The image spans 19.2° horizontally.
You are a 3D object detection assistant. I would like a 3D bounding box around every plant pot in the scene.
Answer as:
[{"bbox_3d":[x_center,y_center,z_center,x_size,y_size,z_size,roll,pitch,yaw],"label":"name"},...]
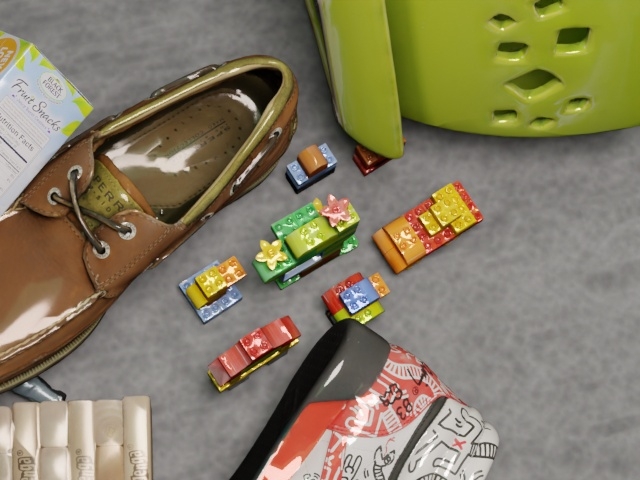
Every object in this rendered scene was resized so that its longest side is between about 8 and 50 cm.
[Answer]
[{"bbox_3d":[0.086,-0.197,1.191,0.207,0.227,0.228,-14,58,-1],"label":"plant pot"}]

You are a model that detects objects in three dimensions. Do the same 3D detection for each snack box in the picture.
[{"bbox_3d":[-0.266,-0.045,1.183,0.207,0.174,0.070,-52,130,-11],"label":"snack box"}]

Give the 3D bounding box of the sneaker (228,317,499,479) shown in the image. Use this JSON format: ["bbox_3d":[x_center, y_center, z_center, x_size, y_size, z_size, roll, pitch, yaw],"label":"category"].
[{"bbox_3d":[0.000,0.196,1.188,0.145,0.090,0.270,35,89,-12],"label":"sneaker"}]

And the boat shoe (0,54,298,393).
[{"bbox_3d":[-0.141,-0.021,1.188,0.111,0.104,0.307,46,67,3],"label":"boat shoe"}]

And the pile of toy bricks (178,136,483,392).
[{"bbox_3d":[0.000,0.000,1.222,0.212,0.105,0.118,-33,82,-10],"label":"pile of toy bricks"}]

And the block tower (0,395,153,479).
[{"bbox_3d":[-0.272,0.156,1.178,0.335,0.091,0.097,-2,77,-4],"label":"block tower"}]

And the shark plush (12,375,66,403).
[{"bbox_3d":[-0.247,0.081,1.231,0.161,0.073,0.067,16,97,-21],"label":"shark plush"}]
